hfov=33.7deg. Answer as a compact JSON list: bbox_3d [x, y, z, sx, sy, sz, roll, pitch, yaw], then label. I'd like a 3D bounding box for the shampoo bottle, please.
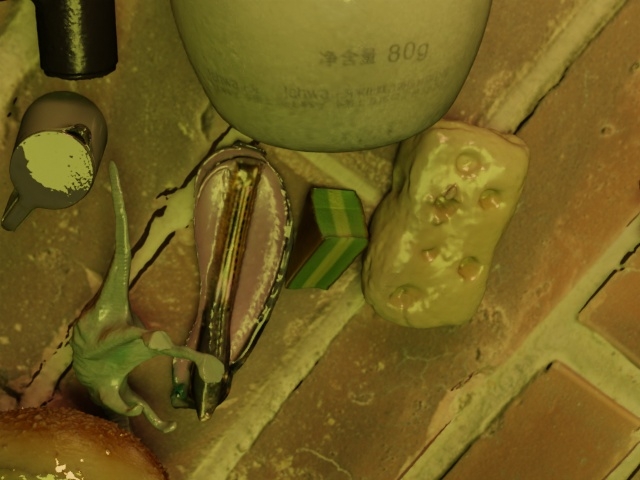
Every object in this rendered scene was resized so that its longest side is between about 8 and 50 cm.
[{"bbox_3d":[0.011,-0.254,1.040,0.322,0.322,0.317,-7,118,-6],"label":"shampoo bottle"}]

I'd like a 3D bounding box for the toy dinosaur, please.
[{"bbox_3d":[-0.226,0.105,1.246,0.205,0.092,0.393,5,117,38],"label":"toy dinosaur"}]

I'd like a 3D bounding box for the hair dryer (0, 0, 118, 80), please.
[{"bbox_3d":[-0.325,-0.255,1.071,0.251,0.089,0.197,-19,120,-36],"label":"hair dryer"}]

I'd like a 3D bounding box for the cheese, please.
[{"bbox_3d":[0.147,-0.016,1.282,0.159,0.093,0.263,15,109,-13],"label":"cheese"}]

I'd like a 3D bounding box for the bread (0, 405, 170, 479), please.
[{"bbox_3d":[-0.315,0.303,1.274,0.305,0.159,0.305,9,141,7],"label":"bread"}]

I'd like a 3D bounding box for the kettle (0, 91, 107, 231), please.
[{"bbox_3d":[-0.297,-0.092,1.151,0.127,0.148,0.098,-19,114,0],"label":"kettle"}]

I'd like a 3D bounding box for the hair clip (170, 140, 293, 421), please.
[{"bbox_3d":[-0.109,0.056,1.291,0.110,0.095,0.358,16,102,16],"label":"hair clip"}]

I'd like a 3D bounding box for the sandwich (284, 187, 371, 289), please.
[{"bbox_3d":[0.000,0.000,1.301,0.074,0.074,0.116,3,145,-30],"label":"sandwich"}]
